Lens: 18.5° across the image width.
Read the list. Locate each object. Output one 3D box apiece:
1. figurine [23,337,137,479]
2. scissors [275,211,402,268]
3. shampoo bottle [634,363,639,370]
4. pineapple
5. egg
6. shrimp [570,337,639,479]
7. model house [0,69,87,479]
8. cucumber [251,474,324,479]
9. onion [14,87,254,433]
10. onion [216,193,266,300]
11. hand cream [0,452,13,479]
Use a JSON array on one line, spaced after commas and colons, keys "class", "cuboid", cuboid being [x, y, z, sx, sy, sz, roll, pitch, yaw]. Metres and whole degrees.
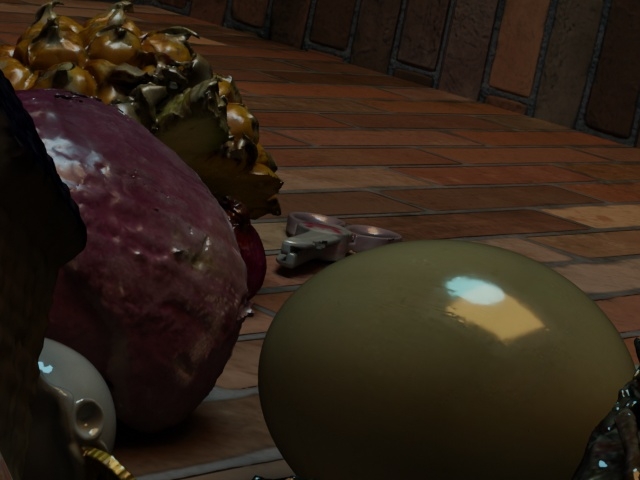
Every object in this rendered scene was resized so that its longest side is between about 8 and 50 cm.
[{"class": "figurine", "cuboid": [-0.197, 0.090, 1.066, 0.143, 0.143, 0.271, -1, 33, -47]}, {"class": "scissors", "cuboid": [0.000, 0.000, 1.890, 0.118, 0.030, 0.242, 13, 10, 14]}, {"class": "shampoo bottle", "cuboid": [0.325, 0.144, 1.417, 0.284, 0.071, 0.153, 5, 15, -20]}, {"class": "pineapple", "cuboid": [-0.160, -0.138, 1.658, 0.344, 0.209, 0.286, 6, -26, -32]}, {"class": "egg", "cuboid": [0.072, 0.092, 1.151, 0.242, 0.186, 0.186, 8, 8, 33]}, {"class": "shrimp", "cuboid": [0.167, 0.174, 0.885, 0.137, 0.172, 0.372, 8, 38, 13]}, {"class": "model house", "cuboid": [-0.273, -0.012, 0.930, 0.298, 0.284, 0.243, 10, -19, 8]}, {"class": "cucumber", "cuboid": [0.136, 0.185, 0.989, 0.359, 0.096, 0.096, 9, 12, -9]}, {"class": "onion", "cuboid": [-0.191, -0.027, 1.265, 0.349, 0.159, 0.267, 31, 5, -45]}, {"class": "onion", "cuboid": [-0.092, 0.006, 1.625, 0.107, 0.097, 0.107, 26, 23, -12]}, {"class": "hand cream", "cuboid": [-0.126, 0.129, 0.761, 0.043, 0.209, 0.067, -24, 4, -39]}]
